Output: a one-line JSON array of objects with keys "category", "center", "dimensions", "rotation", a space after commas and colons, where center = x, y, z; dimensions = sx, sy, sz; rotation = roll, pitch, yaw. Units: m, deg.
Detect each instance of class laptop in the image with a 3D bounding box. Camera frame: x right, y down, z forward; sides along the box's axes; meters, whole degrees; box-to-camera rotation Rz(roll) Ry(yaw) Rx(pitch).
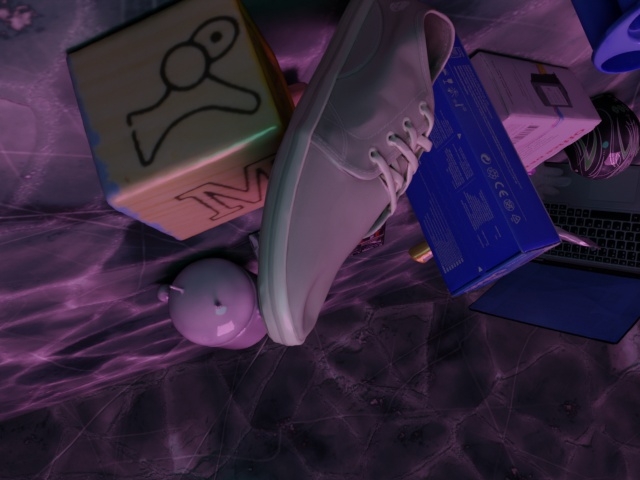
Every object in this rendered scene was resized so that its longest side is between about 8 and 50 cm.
[{"category": "laptop", "center": [0.597, 0.003, 1.577], "dimensions": [0.236, 0.407, 0.382], "rotation": [8, -178, -41]}]

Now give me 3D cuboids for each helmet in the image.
[{"category": "helmet", "center": [0.619, -0.219, 1.480], "dimensions": [0.169, 0.161, 0.169], "rotation": [-19, 164, -6]}]

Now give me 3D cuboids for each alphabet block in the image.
[{"category": "alphabet block", "center": [-0.135, -0.135, 0.766], "dimensions": [0.197, 0.192, 0.193], "rotation": [-22, 166, 8]}]

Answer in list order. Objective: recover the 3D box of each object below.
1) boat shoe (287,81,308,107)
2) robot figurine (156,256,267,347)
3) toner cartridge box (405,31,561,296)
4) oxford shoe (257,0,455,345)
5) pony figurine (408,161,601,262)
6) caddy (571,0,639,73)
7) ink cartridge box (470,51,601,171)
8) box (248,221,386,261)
[{"category": "boat shoe", "center": [-0.026, -0.144, 1.032], "dimensions": [0.098, 0.109, 0.302], "rotation": [-21, 159, 4]}, {"category": "robot figurine", "center": [-0.230, 0.151, 1.582], "dimensions": [0.300, 0.199, 0.353], "rotation": [6, 170, 13]}, {"category": "toner cartridge box", "center": [0.181, -0.114, 0.937], "dimensions": [0.075, 0.347, 0.165], "rotation": [-14, 164, -27]}, {"category": "oxford shoe", "center": [0.047, -0.098, 0.710], "dimensions": [0.130, 0.449, 0.169], "rotation": [13, 152, 14]}, {"category": "pony figurine", "center": [0.423, -0.068, 1.558], "dimensions": [0.351, 0.302, 0.363], "rotation": [19, 126, -27]}, {"category": "caddy", "center": [0.513, -0.344, 0.901], "dimensions": [0.341, 0.179, 0.241], "rotation": [-20, 165, -3]}, {"category": "ink cartridge box", "center": [0.312, -0.205, 1.199], "dimensions": [0.306, 0.131, 0.226], "rotation": [-7, 159, -44]}, {"category": "box", "center": [0.000, 0.000, 1.593], "dimensions": [0.307, 0.076, 0.242], "rotation": [-20, 164, -1]}]
